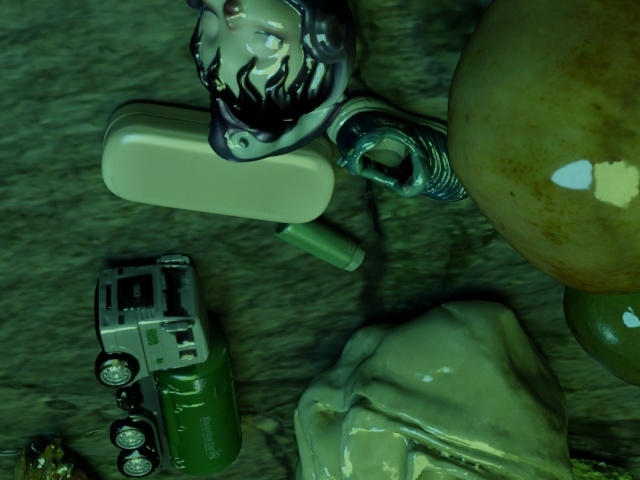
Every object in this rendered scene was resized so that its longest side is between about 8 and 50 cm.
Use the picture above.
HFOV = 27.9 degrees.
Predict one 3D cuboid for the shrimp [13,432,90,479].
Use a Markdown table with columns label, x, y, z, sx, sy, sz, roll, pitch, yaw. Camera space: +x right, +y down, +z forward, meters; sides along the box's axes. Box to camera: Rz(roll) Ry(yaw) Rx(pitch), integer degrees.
| label | x | y | z | sx | sy | sz | roll | pitch | yaw |
| --- | --- | --- | --- | --- | --- | --- | --- | --- | --- |
| shrimp | -0.272 | 0.278 | 1.379 | 0.115 | 0.051 | 0.217 | -2 | 130 | -8 |

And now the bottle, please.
| label | x | y | z | sx | sy | sz | roll | pitch | yaw |
| --- | --- | --- | --- | --- | --- | --- | --- | --- | --- |
| bottle | 0.000 | 0.000 | 1.163 | 0.083 | 0.030 | 0.030 | 28 | 124 | -24 |

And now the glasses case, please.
| label | x | y | z | sx | sy | sz | roll | pitch | yaw |
| --- | --- | --- | --- | --- | --- | --- | --- | --- | --- |
| glasses case | -0.086 | -0.065 | 1.092 | 0.196 | 0.050 | 0.083 | 9 | 132 | -9 |

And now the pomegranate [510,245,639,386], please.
| label | x | y | z | sx | sy | sz | roll | pitch | yaw |
| --- | --- | --- | --- | --- | --- | --- | --- | --- | --- |
| pomegranate | 0.274 | 0.026 | 1.109 | 0.210 | 0.179 | 0.179 | 36 | 121 | -14 |

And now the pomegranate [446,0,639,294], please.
| label | x | y | z | sx | sy | sz | roll | pitch | yaw |
| --- | --- | --- | --- | --- | --- | --- | --- | --- | --- |
| pomegranate | 0.205 | -0.086 | 0.971 | 0.252 | 0.270 | 0.229 | 36 | 81 | -38 |

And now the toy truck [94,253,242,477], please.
| label | x | y | z | sx | sy | sz | roll | pitch | yaw |
| --- | --- | --- | --- | --- | --- | --- | --- | --- | --- |
| toy truck | -0.143 | 0.132 | 1.227 | 0.125 | 0.101 | 0.242 | -7 | 133 | -2 |

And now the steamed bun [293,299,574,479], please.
| label | x | y | z | sx | sy | sz | roll | pitch | yaw |
| --- | --- | --- | --- | --- | --- | --- | --- | --- | --- |
| steamed bun | 0.100 | 0.226 | 1.245 | 0.289 | 0.203 | 0.276 | -25 | 127 | 19 |

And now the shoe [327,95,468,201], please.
| label | x | y | z | sx | sy | sz | roll | pitch | yaw |
| --- | --- | --- | --- | --- | --- | --- | --- | --- | --- |
| shoe | 0.073 | -0.067 | 1.082 | 0.143 | 0.071 | 0.064 | 23 | 126 | -26 |

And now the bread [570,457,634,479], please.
| label | x | y | z | sx | sy | sz | roll | pitch | yaw |
| --- | --- | --- | --- | --- | --- | --- | --- | --- | --- |
| bread | 0.273 | 0.300 | 1.376 | 0.129 | 0.114 | 0.111 | 6 | 136 | -3 |

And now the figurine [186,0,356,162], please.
| label | x | y | z | sx | sy | sz | roll | pitch | yaw |
| --- | --- | --- | --- | --- | --- | --- | --- | --- | --- |
| figurine | -0.033 | -0.166 | 0.972 | 0.145 | 0.145 | 0.222 | 8 | 119 | -8 |
